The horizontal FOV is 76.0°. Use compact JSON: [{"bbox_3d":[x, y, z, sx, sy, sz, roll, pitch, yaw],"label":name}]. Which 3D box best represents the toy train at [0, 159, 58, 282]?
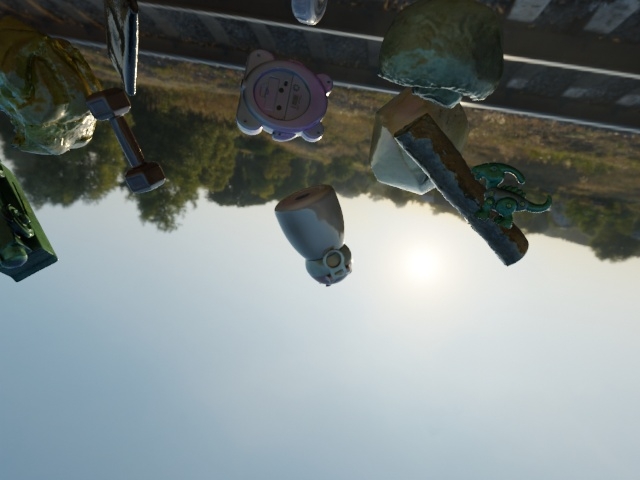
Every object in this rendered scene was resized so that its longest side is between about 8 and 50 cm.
[{"bbox_3d":[-0.381,-0.033,0.483,0.070,0.172,0.099,-32,164,-15],"label":"toy train"}]

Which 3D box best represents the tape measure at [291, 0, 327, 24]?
[{"bbox_3d":[-0.033,-0.878,1.450,0.120,0.236,0.197,21,147,11],"label":"tape measure"}]

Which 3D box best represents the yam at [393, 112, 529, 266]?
[{"bbox_3d":[0.285,-0.095,0.803,0.356,0.081,0.081,46,-177,-11],"label":"yam"}]

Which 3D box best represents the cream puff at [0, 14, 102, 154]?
[{"bbox_3d":[-0.666,-0.387,1.014,0.270,0.323,0.274,-9,-145,27],"label":"cream puff"}]

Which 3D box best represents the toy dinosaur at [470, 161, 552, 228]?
[{"bbox_3d":[0.305,-0.073,0.669,0.132,0.096,0.059,19,-163,18],"label":"toy dinosaur"}]

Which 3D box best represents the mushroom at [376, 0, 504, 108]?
[{"bbox_3d":[0.260,-0.354,0.768,0.267,0.189,0.164,8,-162,-35],"label":"mushroom"}]

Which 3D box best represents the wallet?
[{"bbox_3d":[-0.536,-0.562,1.112,0.044,0.170,0.321,-25,172,-32],"label":"wallet"}]

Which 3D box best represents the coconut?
[{"bbox_3d":[0.309,-0.320,1.331,0.353,0.352,0.352,10,-171,-2],"label":"coconut"}]

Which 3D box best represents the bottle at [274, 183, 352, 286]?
[{"bbox_3d":[0.000,0.000,0.962,0.148,0.236,0.147,-20,-160,7],"label":"bottle"}]

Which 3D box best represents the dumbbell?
[{"bbox_3d":[-0.434,-0.222,0.925,0.092,0.230,0.082,-12,-156,14],"label":"dumbbell"}]

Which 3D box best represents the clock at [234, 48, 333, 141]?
[{"bbox_3d":[-0.100,-0.391,1.139,0.248,0.227,0.090,12,180,-10],"label":"clock"}]
